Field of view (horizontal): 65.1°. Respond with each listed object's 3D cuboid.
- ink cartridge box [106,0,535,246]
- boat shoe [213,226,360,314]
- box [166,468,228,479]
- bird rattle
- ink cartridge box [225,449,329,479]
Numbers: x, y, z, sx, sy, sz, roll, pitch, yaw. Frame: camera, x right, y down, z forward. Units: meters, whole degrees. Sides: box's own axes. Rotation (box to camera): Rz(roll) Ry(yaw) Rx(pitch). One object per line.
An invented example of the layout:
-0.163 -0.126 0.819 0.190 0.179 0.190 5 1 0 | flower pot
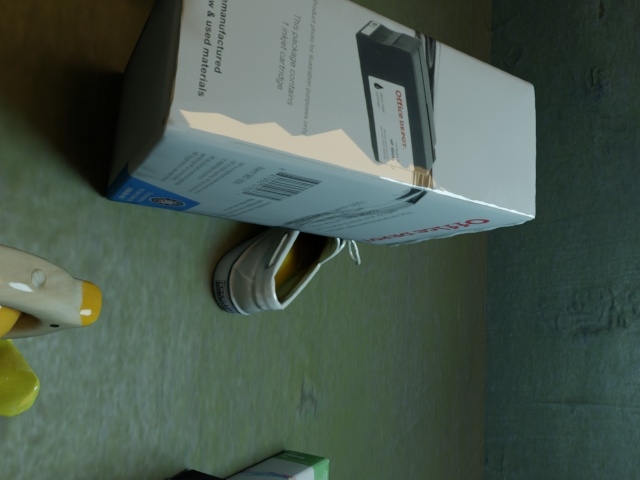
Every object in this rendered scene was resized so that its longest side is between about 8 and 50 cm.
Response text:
-0.003 -0.109 0.560 0.394 0.285 0.167 10 80 -30 | ink cartridge box
-0.003 -0.007 0.809 0.367 0.156 0.136 -42 124 -49 | boat shoe
-0.192 0.455 0.483 0.312 0.178 0.344 11 80 -56 | box
-0.281 0.032 0.347 0.253 0.206 0.143 55 26 -54 | bird rattle
-0.079 0.424 0.743 0.212 0.093 0.155 7 83 -59 | ink cartridge box
